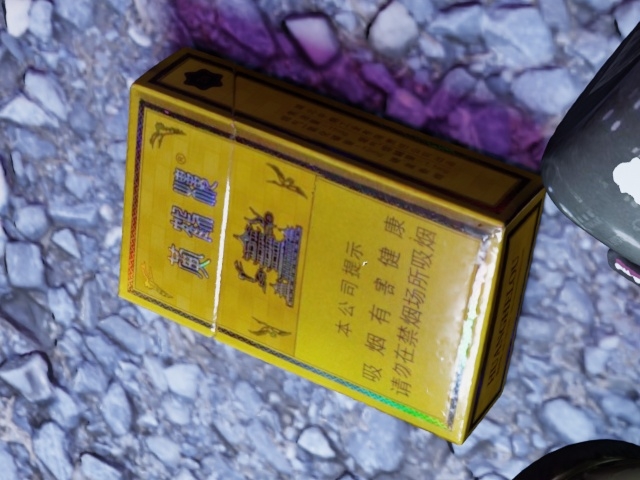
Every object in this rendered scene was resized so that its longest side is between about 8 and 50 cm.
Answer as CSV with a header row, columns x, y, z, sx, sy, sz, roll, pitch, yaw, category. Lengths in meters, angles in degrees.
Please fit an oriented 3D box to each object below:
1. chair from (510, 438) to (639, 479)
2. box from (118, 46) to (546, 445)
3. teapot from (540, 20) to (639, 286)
x,y,z,sx,sy,sz,roll,pitch,yaw,category
0.294,0.296,1.101,0.362,0.365,0.410,36,162,-35,chair
0.000,0.000,1.335,0.301,0.084,0.193,22,125,21,box
0.276,-0.007,1.079,0.285,0.223,0.305,39,127,-1,teapot
